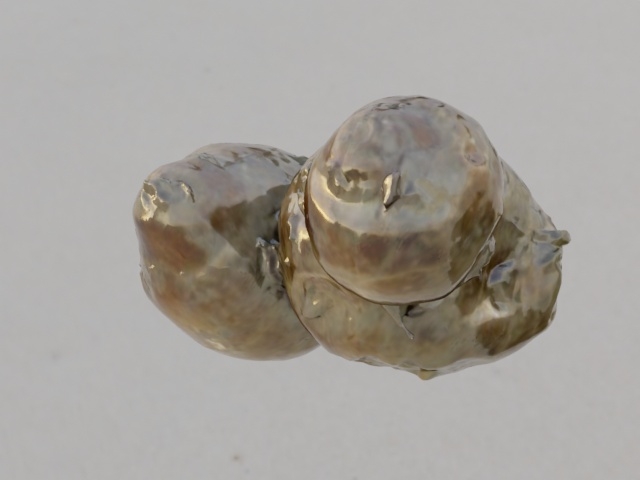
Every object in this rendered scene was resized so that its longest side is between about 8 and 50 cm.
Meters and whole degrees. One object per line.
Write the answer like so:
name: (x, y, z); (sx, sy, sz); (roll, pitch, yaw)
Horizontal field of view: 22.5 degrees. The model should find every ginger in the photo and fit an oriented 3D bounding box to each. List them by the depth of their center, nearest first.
ginger: (0.000, 0.000, 1.106); (0.256, 0.176, 0.375); (21, -18, -41)
